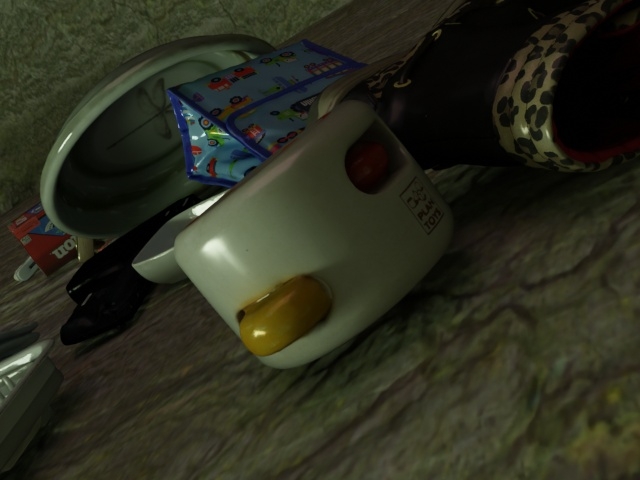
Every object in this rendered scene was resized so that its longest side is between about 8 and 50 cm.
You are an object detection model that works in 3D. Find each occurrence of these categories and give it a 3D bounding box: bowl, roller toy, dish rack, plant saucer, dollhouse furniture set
[{"bbox_3d":[-0.154,-0.001,1.164,0.142,0.053,0.142,-23,19,24],"label":"bowl"},{"bbox_3d":[0.000,0.000,0.716,0.191,0.146,0.209,-40,7,-7],"label":"roller toy"},{"bbox_3d":[-0.412,0.244,0.928,0.333,0.072,0.285,-28,17,19],"label":"dish rack"},{"bbox_3d":[-0.234,-0.166,1.339,0.400,0.100,0.400,-33,-20,-14],"label":"plant saucer"},{"bbox_3d":[-0.356,-0.050,1.585,0.123,0.144,0.151,-3,11,-17],"label":"dollhouse furniture set"}]

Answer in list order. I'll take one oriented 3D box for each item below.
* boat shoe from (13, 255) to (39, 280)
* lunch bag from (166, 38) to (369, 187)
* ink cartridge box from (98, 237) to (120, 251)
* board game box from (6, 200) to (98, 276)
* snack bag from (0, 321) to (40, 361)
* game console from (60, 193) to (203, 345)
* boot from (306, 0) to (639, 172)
[{"bbox_3d":[-0.569,0.045,1.847,0.035,0.035,0.100,-11,34,46],"label":"boat shoe"},{"bbox_3d":[-0.019,-0.136,1.155,0.221,0.138,0.293,-26,31,-26],"label":"lunch bag"},{"bbox_3d":[-0.324,0.004,1.510,0.115,0.029,0.063,-19,22,40],"label":"ink cartridge box"},{"bbox_3d":[-0.418,-0.062,1.701,0.281,0.145,0.027,-38,56,-15],"label":"board game box"},{"bbox_3d":[-0.550,0.217,1.149,0.342,0.037,0.323,-33,-2,13],"label":"snack bag"},{"bbox_3d":[-0.273,0.049,1.272,0.213,0.044,0.361,-31,16,14],"label":"game console"},{"bbox_3d":[0.201,-0.160,0.822,0.377,0.138,0.284,-31,19,-28],"label":"boot"}]
